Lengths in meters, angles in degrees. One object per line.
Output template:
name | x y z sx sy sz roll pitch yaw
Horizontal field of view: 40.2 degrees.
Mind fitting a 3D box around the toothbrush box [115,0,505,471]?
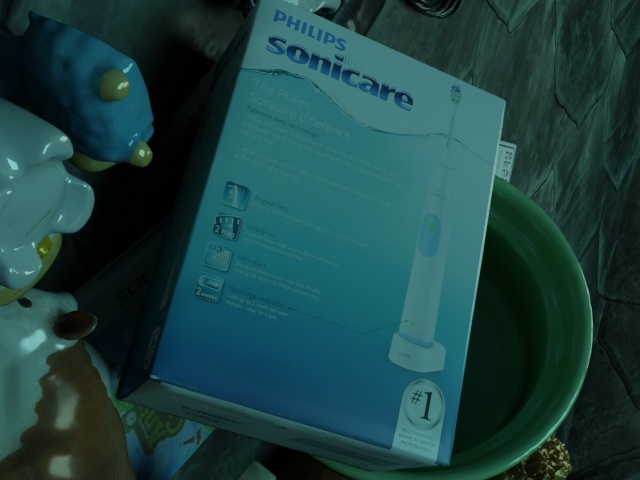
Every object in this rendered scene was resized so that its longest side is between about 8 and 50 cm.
toothbrush box | 0.000 0.000 0.655 0.216 0.126 0.295 19 69 -18

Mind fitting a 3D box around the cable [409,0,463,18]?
cable | 0.136 -0.335 0.994 0.150 0.047 0.184 -49 141 -40

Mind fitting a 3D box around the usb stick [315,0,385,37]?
usb stick | -0.010 -0.157 0.814 0.278 0.045 0.077 -62 154 -26

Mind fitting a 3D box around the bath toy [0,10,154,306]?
bath toy | -0.227 0.029 0.430 0.348 0.129 0.151 -56 163 -32

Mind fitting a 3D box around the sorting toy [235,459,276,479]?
sorting toy | -0.116 0.335 0.662 0.255 0.089 0.257 -47 167 -42

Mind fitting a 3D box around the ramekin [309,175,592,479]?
ramekin | 0.081 0.087 0.810 0.148 0.303 0.303 87 27 -66

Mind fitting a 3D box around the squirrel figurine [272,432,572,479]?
squirrel figurine | 0.133 0.327 0.920 0.397 0.370 0.281 -65 148 -21

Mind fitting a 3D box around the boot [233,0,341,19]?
boot | -0.049 -0.223 0.664 0.258 0.095 0.123 -24 114 -56

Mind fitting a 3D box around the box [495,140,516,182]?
box | 0.142 -0.058 1.074 0.290 0.087 0.169 1 100 -61

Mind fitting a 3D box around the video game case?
video game case | -0.125 0.092 0.731 0.193 0.023 0.212 -46 138 -43

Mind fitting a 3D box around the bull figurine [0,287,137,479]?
bull figurine | -0.188 0.179 0.581 0.188 0.101 0.310 -48 138 -36
